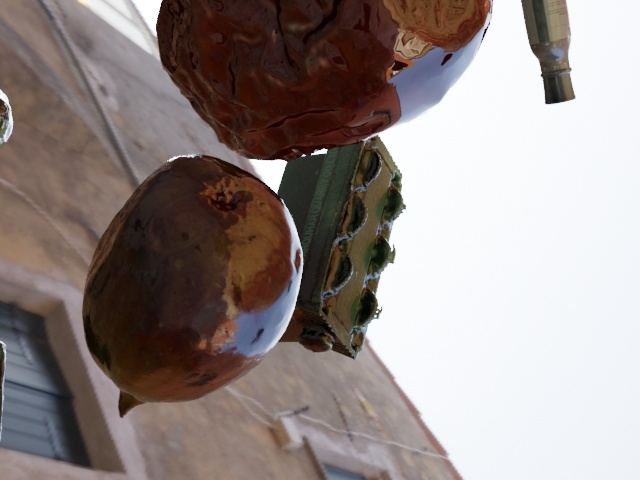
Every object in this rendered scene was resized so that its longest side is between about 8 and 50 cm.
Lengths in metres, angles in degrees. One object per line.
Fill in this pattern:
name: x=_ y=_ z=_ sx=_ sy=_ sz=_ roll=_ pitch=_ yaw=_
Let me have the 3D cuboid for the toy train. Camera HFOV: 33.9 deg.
toy train: x=0.000 y=0.000 z=1.391 sx=0.178 sy=0.138 sz=0.330 roll=-5 pitch=-128 yaw=29

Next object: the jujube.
jujube: x=-0.009 y=-0.223 z=1.034 sx=0.377 sy=0.276 sz=0.276 roll=-11 pitch=-116 yaw=51

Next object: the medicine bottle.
medicine bottle: x=0.295 y=-0.283 z=1.365 sx=0.053 sy=0.090 sz=0.208 roll=-6 pitch=-78 yaw=26

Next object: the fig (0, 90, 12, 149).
fig: x=-0.445 y=-0.158 z=1.320 sx=0.156 sy=0.123 sz=0.123 roll=-10 pitch=-116 yaw=53

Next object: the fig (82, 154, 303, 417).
fig: x=-0.072 y=0.034 z=0.530 sx=0.103 sy=0.109 sz=0.155 roll=34 pitch=-51 yaw=2

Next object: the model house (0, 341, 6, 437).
model house: x=-0.249 y=0.115 z=0.668 sx=0.100 sy=0.087 sz=0.101 roll=140 pitch=-47 yaw=-65
